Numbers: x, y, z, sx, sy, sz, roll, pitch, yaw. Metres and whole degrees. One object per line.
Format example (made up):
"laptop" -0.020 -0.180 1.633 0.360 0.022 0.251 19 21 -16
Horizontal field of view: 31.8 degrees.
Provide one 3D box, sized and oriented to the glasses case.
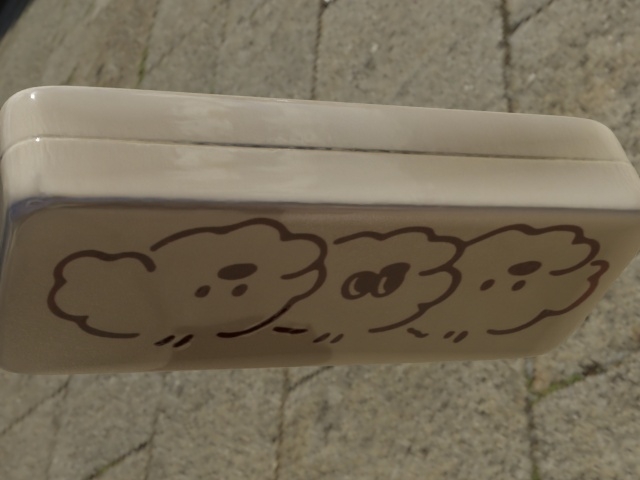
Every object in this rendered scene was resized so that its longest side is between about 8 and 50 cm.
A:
"glasses case" 0.000 0.000 0.589 0.144 0.336 0.076 115 148 -47
